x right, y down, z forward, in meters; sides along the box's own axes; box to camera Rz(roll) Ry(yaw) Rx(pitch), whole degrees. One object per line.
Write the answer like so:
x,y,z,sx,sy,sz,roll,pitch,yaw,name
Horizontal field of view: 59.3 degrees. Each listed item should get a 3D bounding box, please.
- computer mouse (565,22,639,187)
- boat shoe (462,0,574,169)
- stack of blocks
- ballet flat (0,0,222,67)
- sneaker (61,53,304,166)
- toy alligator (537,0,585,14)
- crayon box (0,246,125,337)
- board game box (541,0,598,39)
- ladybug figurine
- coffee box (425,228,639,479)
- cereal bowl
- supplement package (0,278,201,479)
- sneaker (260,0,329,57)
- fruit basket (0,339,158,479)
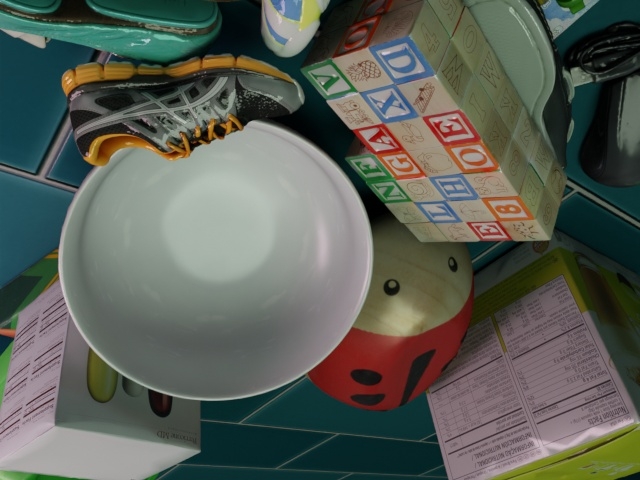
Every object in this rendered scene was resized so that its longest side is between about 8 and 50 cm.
0.398,-0.146,0.696,0.188,0.072,0.272,-17,143,7,computer mouse
0.212,-0.167,0.612,0.114,0.091,0.302,13,156,30,boat shoe
0.114,-0.113,0.590,0.171,0.087,0.297,0,148,45,stack of blocks
-0.211,-0.194,0.478,0.247,0.083,0.087,7,154,-20,ballet flat
-0.120,-0.113,0.507,0.215,0.083,0.084,-4,174,4,sneaker
0.192,-0.260,0.483,0.056,0.051,0.190,-29,131,27,toy alligator
-0.284,0.069,0.809,0.318,0.081,0.202,-30,139,24,crayon box
0.240,-0.256,0.552,0.090,0.020,0.090,21,135,-34,board game box
0.111,0.139,0.884,0.305,0.162,0.449,-22,146,-16,ladybug figurine
0.417,0.240,0.999,0.338,0.334,0.338,19,135,-35,coffee box
-0.117,0.011,0.668,0.339,0.141,0.339,-4,109,-13,cereal bowl
-0.273,0.178,0.718,0.149,0.203,0.194,-33,138,28,supplement package
-0.043,-0.259,0.417,0.126,0.091,0.240,1,131,-21,sneaker
-0.492,0.314,1.003,0.392,0.283,0.392,31,161,12,fruit basket
